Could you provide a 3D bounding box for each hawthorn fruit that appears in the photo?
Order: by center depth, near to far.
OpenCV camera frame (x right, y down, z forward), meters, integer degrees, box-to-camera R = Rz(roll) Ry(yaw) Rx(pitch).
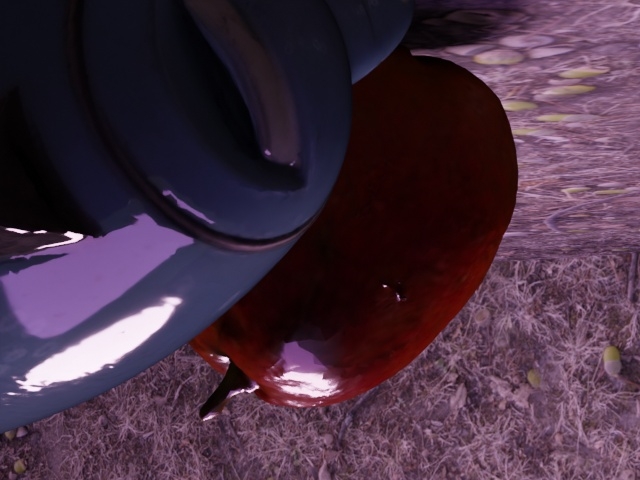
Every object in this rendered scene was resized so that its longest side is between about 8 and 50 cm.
[{"bbox_3d":[0.000,0.000,0.928,0.224,0.261,0.224,21,166,6],"label":"hawthorn fruit"}]

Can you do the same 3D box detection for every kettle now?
[{"bbox_3d":[-0.114,-0.056,0.692,0.342,0.247,0.319,-17,-163,40],"label":"kettle"}]
